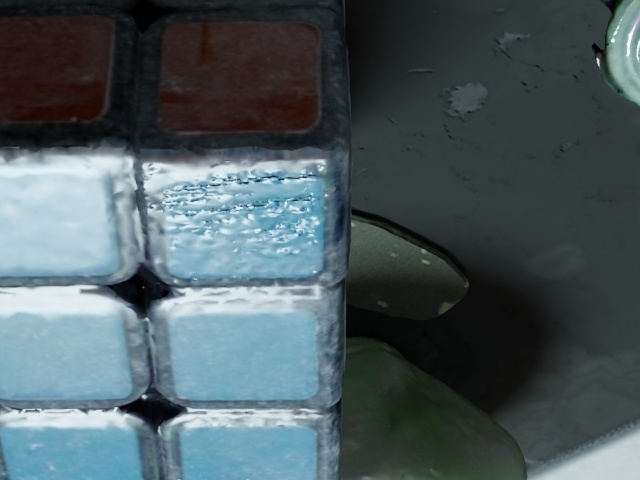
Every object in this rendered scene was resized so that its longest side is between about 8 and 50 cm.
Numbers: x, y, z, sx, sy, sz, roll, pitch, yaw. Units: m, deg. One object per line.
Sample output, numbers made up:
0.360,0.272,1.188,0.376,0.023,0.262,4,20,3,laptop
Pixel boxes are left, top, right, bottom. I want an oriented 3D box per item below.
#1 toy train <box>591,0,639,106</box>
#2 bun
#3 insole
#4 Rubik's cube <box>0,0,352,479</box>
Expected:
0.281,-0.167,0.920,0.307,0.173,0.249,29,121,-29,toy train
0.002,0.161,1.247,0.293,0.187,0.293,-16,175,-2,bun
0.000,0.000,1.203,0.248,0.011,0.081,26,129,-25,insole
-0.133,-0.050,0.934,0.305,0.303,0.301,0,137,2,Rubik's cube
